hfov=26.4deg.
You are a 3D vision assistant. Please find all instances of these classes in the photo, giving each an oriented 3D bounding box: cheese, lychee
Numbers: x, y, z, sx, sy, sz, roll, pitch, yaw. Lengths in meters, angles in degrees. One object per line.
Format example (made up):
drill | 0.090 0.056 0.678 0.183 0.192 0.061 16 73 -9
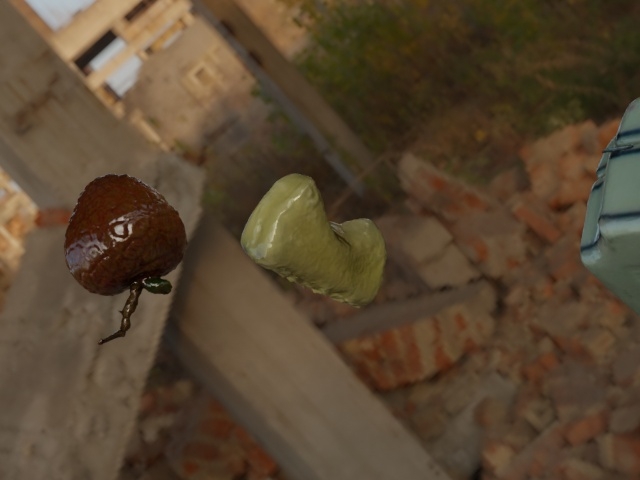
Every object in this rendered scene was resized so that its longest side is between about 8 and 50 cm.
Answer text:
cheese | 0.000 0.000 0.593 0.030 0.083 0.044 28 91 40
lychee | -0.174 0.012 1.189 0.114 0.140 0.101 -5 4 -42

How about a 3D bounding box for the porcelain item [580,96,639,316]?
porcelain item | 0.385 -0.011 1.131 0.281 0.286 0.157 -7 55 47
